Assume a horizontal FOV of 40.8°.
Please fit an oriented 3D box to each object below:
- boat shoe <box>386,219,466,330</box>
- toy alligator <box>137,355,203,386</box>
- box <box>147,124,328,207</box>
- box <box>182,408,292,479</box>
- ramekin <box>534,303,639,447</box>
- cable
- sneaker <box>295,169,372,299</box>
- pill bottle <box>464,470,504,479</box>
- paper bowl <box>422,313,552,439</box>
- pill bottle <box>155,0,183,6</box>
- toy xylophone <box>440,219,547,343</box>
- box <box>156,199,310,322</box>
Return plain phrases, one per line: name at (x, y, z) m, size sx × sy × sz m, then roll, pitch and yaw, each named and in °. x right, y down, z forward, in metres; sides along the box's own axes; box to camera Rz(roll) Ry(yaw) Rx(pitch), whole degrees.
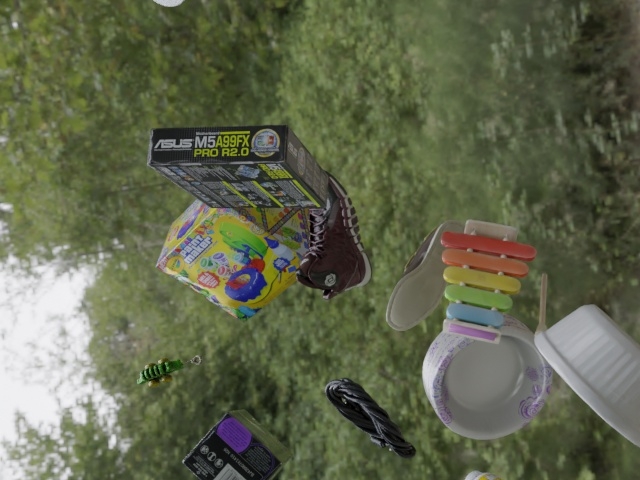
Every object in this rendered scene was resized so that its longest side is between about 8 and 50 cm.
boat shoe at (0.268, 0.092, 2.220) m, size 0.324 × 0.116 × 0.097 m, roll -58°, pitch 6°, yaw -9°
toy alligator at (-0.390, 0.323, 2.165) m, size 0.051 × 0.189 × 0.056 m, roll 38°, pitch -146°, yaw -63°
box at (-0.121, -0.111, 1.370) m, size 0.270 × 0.216 × 0.060 m, roll 40°, pitch -129°, yaw -71°
box at (-0.175, 0.479, 1.893) m, size 0.165 × 0.143 × 0.270 m, roll 41°, pitch 175°, yaw 9°
ramekin at (0.529, 0.233, 1.559) m, size 0.273 × 0.127 × 0.273 m, roll 40°, pitch -169°, yaw -9°
cable at (0.079, 0.290, 1.385) m, size 0.150 × 0.047 × 0.184 m, roll 30°, pitch 159°, yaw 52°
sneaker at (0.000, 0.000, 1.831) m, size 0.106 × 0.162 × 0.281 m, roll 1°, pitch 118°, yaw 57°
pill bottle at (0.315, 0.464, 1.572) m, size 0.116 × 0.065 × 0.065 m, roll 15°, pitch 118°, yaw 64°
paper bowl at (0.373, 0.298, 1.970) m, size 0.148 × 0.284 × 0.284 m, roll -115°, pitch 13°, yaw -70°
pill bottle at (-0.215, -0.462, 1.389) m, size 0.108 × 0.108 × 0.180 m, roll 72°, pitch -148°, yaw -43°
toy xylophone at (0.366, 0.096, 1.803) m, size 0.081 × 0.236 × 0.323 m, roll 89°, pitch -172°, yaw -46°
box at (-0.198, 0.006, 2.127) m, size 0.279 × 0.290 × 0.177 m, roll 35°, pitch -143°, yaw -20°
